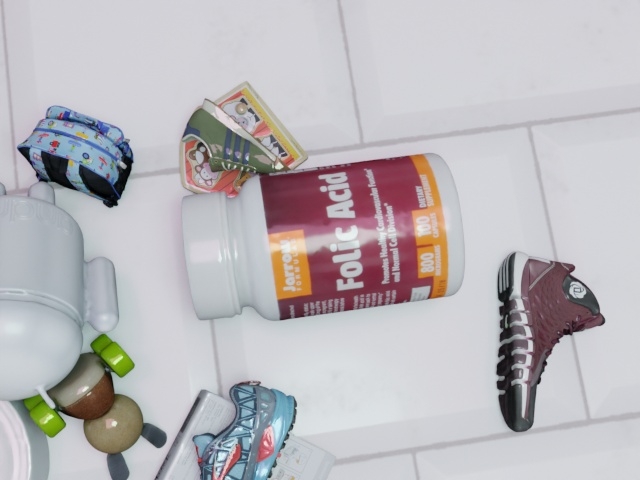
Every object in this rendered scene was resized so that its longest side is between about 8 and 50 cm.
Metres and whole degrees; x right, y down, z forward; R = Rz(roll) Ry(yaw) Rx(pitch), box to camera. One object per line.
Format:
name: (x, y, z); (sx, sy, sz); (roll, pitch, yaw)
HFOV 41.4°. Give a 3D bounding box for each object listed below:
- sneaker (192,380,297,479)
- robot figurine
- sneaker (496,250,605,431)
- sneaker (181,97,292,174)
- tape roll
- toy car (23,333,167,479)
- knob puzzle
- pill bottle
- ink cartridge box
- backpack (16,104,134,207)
sneaker: (-0.136, 0.327, 1.223); (0.125, 0.104, 0.262); (26, 70, -5)
robot figurine: (-0.444, 0.077, 1.217); (0.300, 0.200, 0.353); (-1, 54, -15)
sneaker: (0.364, 0.157, 1.317); (0.162, 0.106, 0.281); (4, 78, -5)
sneaker: (-0.137, -0.135, 1.347); (0.192, 0.064, 0.086); (40, 87, 6)
tape roll: (-0.551, 0.336, 1.245); (0.286, 0.100, 0.286); (1, 78, -3)
toy car: (-0.319, 0.265, 1.273); (0.155, 0.149, 0.188); (-41, 109, -17)
knob puzzle: (-0.147, -0.148, 1.393); (0.213, 0.030, 0.213); (0, 79, -2)
pill bottle: (0.000, 0.000, 1.270); (0.392, 0.224, 0.224); (-8, 79, -4)
ink cartridge box: (-0.121, 0.361, 1.293); (0.232, 0.066, 0.189); (30, 78, -18)
backpack: (-0.377, -0.139, 1.309); (0.158, 0.173, 0.117); (19, 79, 2)
